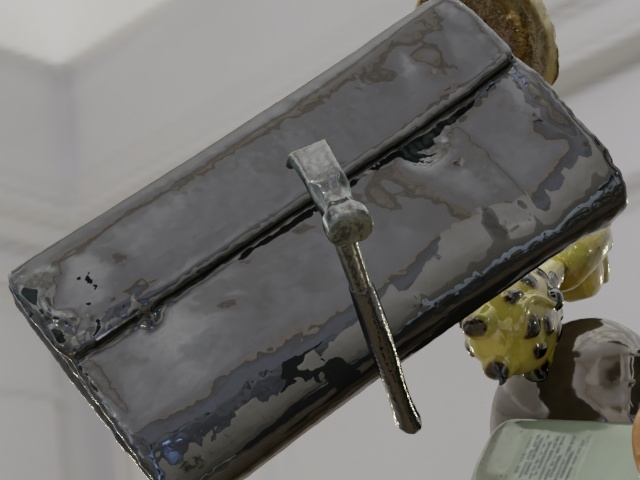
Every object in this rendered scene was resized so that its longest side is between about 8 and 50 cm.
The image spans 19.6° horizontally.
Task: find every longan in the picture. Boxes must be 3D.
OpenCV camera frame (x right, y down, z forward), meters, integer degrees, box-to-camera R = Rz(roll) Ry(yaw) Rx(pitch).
[{"bbox_3d":[0.234,0.154,1.578,0.159,0.185,0.204,8,-22,-30],"label":"longan"}]

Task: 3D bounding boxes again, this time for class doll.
[{"bbox_3d":[0.188,0.033,1.587,0.086,0.117,0.291,-12,17,29],"label":"doll"}]

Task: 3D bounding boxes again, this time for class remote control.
[{"bbox_3d":[0.235,0.173,1.387,0.309,0.090,0.038,-4,-41,47],"label":"remote control"}]

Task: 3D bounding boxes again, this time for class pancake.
[{"bbox_3d":[0.134,-0.167,1.531,0.139,0.139,0.022,-25,9,38],"label":"pancake"}]

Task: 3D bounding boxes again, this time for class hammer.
[{"bbox_3d":[0.027,0.036,1.171,0.029,0.103,0.246,-23,-45,-4],"label":"hammer"}]

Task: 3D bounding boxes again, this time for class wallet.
[{"bbox_3d":[0.000,0.000,1.334,0.406,0.228,0.062,-34,-20,-16],"label":"wallet"}]

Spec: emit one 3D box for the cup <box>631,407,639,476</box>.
[{"bbox_3d":[0.288,0.109,0.891,0.264,0.226,0.182,-45,-5,19],"label":"cup"}]
